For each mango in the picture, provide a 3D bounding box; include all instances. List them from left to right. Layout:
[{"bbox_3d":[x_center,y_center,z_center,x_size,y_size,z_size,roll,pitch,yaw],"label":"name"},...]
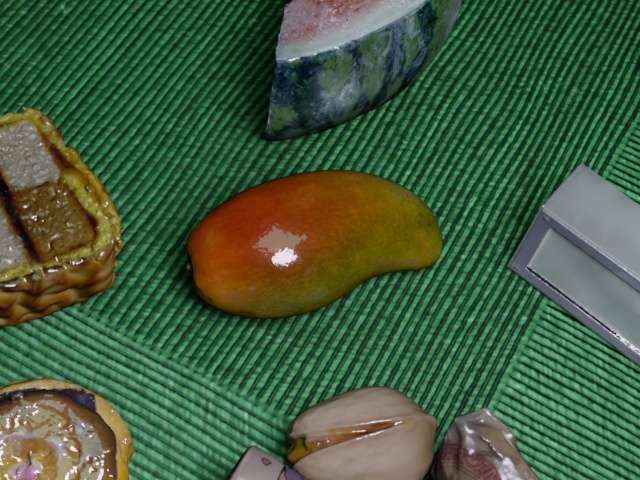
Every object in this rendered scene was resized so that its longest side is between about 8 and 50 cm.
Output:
[{"bbox_3d":[-0.004,-0.004,1.371,0.289,0.129,0.146,-20,62,-32],"label":"mango"}]

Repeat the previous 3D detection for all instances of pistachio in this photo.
[{"bbox_3d":[0.039,0.196,1.260,0.149,0.113,0.113,-10,61,-22],"label":"pistachio"}]

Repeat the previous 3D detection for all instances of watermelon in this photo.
[{"bbox_3d":[0.006,-0.237,1.465,0.262,0.213,0.201,-32,69,-27],"label":"watermelon"}]

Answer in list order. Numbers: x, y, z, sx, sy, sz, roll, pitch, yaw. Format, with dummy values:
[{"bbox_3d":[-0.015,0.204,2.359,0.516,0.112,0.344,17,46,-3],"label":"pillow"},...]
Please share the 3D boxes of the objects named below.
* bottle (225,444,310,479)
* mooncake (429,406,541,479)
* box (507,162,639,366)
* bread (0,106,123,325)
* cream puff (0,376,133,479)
[{"bbox_3d":[-0.002,0.281,1.201,0.209,0.097,0.110,33,17,-1],"label":"bottle"},{"bbox_3d":[0.162,0.238,1.248,0.073,0.125,0.130,-30,65,-21],"label":"mooncake"},{"bbox_3d":[0.329,0.042,1.406,0.225,0.129,0.086,38,58,13],"label":"box"},{"bbox_3d":[-0.316,-0.027,1.335,0.181,0.096,0.222,-24,64,-24],"label":"bread"},{"bbox_3d":[-0.258,0.215,1.174,0.189,0.129,0.189,4,67,-9],"label":"cream puff"}]
